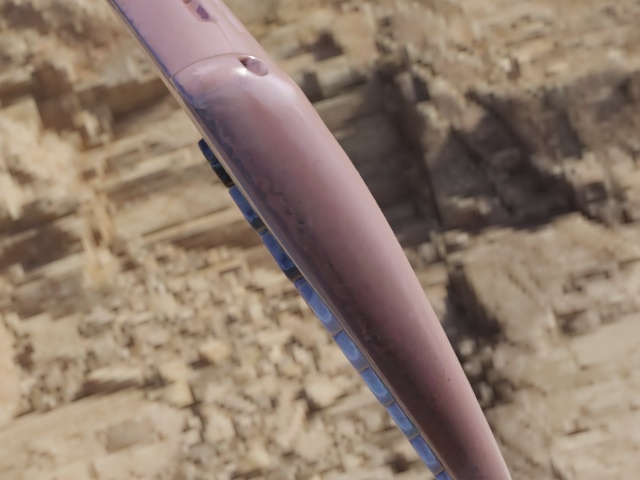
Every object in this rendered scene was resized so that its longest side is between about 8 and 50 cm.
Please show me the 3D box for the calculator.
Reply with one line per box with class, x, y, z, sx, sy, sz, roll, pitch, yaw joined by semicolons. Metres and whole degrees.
calculator;0.000;0.000;0.810;0.048;0.329;0.220;-35;41;-4
